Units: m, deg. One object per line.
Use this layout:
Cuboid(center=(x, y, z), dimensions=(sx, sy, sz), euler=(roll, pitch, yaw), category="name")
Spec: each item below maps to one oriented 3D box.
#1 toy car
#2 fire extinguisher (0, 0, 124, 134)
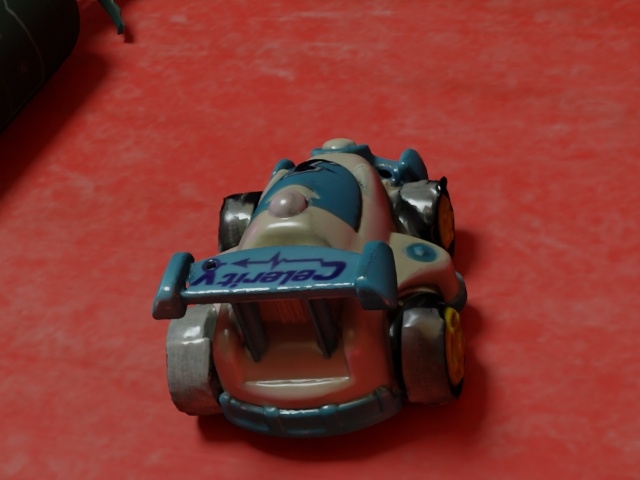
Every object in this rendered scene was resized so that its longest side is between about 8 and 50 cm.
Cuboid(center=(0.000, 0.000, 0.720), dimensions=(0.126, 0.098, 0.161), euler=(-1, 48, 15), category="toy car")
Cuboid(center=(-0.204, -0.074, 0.873), dimensions=(0.114, 0.095, 0.311), euler=(34, 59, -2), category="fire extinguisher")
